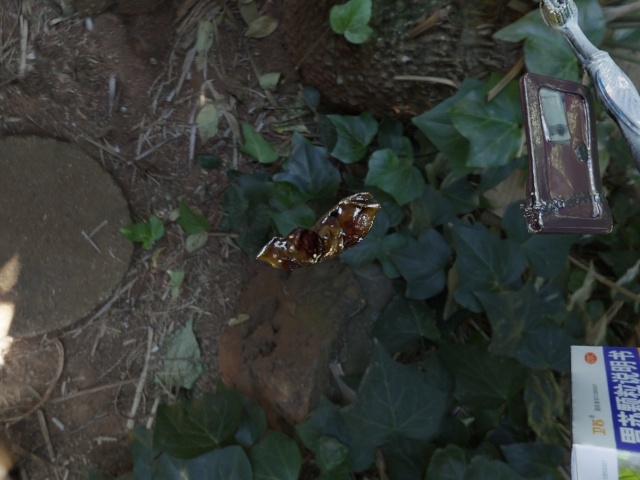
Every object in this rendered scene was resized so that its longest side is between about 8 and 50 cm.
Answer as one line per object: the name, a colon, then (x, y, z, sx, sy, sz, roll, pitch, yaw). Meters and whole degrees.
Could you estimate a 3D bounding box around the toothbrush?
toothbrush: (0.283, -0.134, 0.460, 0.035, 0.414, 0.042, -29, 139, 29)

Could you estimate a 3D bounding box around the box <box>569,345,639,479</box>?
box: (0.416, 0.200, 0.480, 0.200, 0.299, 0.106, -34, 115, -58)

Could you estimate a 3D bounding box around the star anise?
star anise: (0.001, 0.000, 0.590, 0.167, 0.168, 0.057, -28, 84, -23)

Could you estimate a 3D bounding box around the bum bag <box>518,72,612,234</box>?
bum bag: (0.239, -0.083, 0.480, 0.109, 0.026, 0.159, 2, 81, -26)
